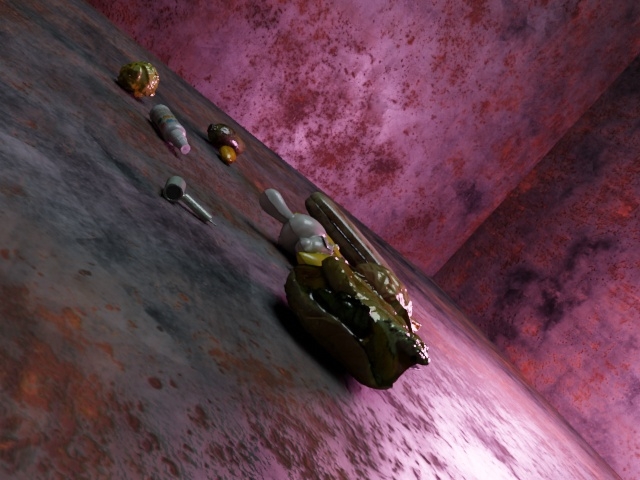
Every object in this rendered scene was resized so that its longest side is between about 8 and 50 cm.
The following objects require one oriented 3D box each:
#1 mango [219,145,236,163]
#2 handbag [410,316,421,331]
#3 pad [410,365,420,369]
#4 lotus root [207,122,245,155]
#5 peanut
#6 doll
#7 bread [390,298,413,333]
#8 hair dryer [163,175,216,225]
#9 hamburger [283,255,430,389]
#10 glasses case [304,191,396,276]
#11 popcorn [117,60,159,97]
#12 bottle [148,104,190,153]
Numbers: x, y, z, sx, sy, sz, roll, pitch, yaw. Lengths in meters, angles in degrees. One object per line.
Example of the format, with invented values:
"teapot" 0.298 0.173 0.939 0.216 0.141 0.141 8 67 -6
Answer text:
"mango" -0.303 -0.276 1.872 0.060 0.046 0.089 36 22 -20
"handbag" 0.275 0.249 1.820 0.083 0.027 0.061 43 9 33
"pad" 0.162 0.254 1.358 0.127 0.004 0.190 46 10 30
"lotus root" -0.324 -0.344 1.993 0.179 0.089 0.080 37 50 -50
"peanut" 0.176 0.143 1.632 0.196 0.110 0.233 49 11 19
"doll" -0.034 0.006 1.414 0.252 0.111 0.237 31 29 -51
"bread" 0.221 0.228 1.467 0.139 0.084 0.074 40 5 -24
"hair dryer" -0.247 -0.068 1.101 0.124 0.038 0.063 46 8 -20
"hamburger" 0.059 0.144 1.035 0.285 0.134 0.265 47 2 6
"glasses case" 0.103 0.012 1.907 0.425 0.098 0.156 49 2 5
"popcorn" -0.526 -0.464 1.673 0.116 0.121 0.106 -79 162 -53
"bottle" -0.384 -0.284 1.487 0.060 0.060 0.217 33 11 -45
